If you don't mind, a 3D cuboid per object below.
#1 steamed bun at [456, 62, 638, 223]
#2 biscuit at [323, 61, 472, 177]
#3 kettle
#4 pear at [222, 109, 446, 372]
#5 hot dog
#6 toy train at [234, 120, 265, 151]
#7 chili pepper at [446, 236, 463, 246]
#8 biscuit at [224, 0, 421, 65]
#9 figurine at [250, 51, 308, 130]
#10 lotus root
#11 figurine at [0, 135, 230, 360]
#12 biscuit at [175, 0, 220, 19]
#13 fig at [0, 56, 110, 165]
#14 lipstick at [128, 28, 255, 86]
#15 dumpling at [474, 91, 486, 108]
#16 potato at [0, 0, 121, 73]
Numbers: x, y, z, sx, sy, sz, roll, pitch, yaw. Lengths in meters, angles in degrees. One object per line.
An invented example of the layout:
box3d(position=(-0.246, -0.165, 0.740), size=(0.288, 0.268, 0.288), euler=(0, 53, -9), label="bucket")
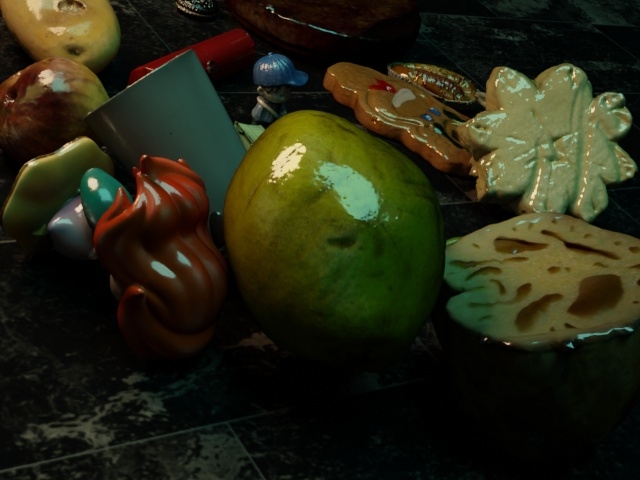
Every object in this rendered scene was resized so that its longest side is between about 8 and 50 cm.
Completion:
box3d(position=(0.360, -0.154, 1.798), size=(0.292, 0.295, 0.137), euler=(48, -9, -2), label="steamed bun")
box3d(position=(0.156, -0.225, 1.916), size=(0.334, 0.047, 0.202), euler=(32, 33, 16), label="biscuit")
box3d(position=(-0.165, -0.100, 1.384), size=(0.243, 0.160, 0.210), euler=(58, 1, -11), label="kettle")
box3d(position=(0.015, -0.002, 1.226), size=(0.269, 0.269, 0.321), euler=(9, 45, -21), label="pear")
box3d(position=(0.214, -0.297, 2.051), size=(0.192, 0.053, 0.099), euler=(19, 28, -6), label="hot dog")
box3d(position=(-0.097, -0.143, 1.644), size=(0.056, 0.038, 0.093), euler=(-2, 39, -37), label="toy train")
box3d(position=(0.126, 0.003, 1.551), size=(0.201, 0.052, 0.050), euler=(13, 63, -17), label="chili pepper")
box3d(position=(0.000, -0.457, 2.120), size=(0.407, 0.091, 0.407), euler=(14, 34, -10), label="biscuit")
box3d(position=(-0.079, -0.226, 1.683), size=(0.079, 0.136, 0.077), euler=(39, 35, 11), label="figurine")
box3d(position=(0.249, 0.124, 1.293), size=(0.316, 0.250, 0.316), euler=(1, 30, -1), label="lotus root")
box3d(position=(-0.211, -0.003, 1.214), size=(0.257, 0.208, 0.181), euler=(31, -1, 24), label="figurine")
box3d(position=(-0.229, -0.437, 2.007), size=(0.087, 0.027, 0.089), euler=(7, 36, -24), label="biscuit")
box3d(position=(-0.325, -0.173, 1.449), size=(0.230, 0.160, 0.143), euler=(-17, 89, -48), label="fig")
box3d(position=(-0.200, -0.282, 1.756), size=(0.073, 0.073, 0.279), euler=(32, 34, 15), label="lipstick")
box3d(position=(0.379, -0.203, 1.955), size=(0.247, 0.142, 0.172), euler=(35, 1, -10), label="dumpling")
box3d(position=(-0.394, -0.336, 1.654), size=(0.150, 0.146, 0.234), euler=(-33, 66, -2), label="potato")
